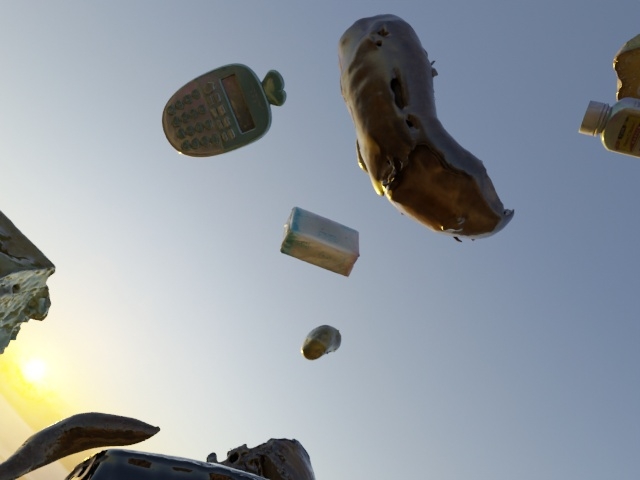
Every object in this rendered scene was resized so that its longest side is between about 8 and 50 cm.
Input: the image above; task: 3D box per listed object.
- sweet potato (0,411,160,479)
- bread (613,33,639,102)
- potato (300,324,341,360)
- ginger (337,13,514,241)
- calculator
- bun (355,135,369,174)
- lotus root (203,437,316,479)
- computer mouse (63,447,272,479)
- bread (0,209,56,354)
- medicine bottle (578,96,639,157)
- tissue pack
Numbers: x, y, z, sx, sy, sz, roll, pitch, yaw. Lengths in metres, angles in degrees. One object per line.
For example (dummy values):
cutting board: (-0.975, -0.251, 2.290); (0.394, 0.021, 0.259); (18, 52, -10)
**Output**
sweet potato: (-0.504, 0.401, 1.029); (0.108, 0.346, 0.079); (14, -73, 49)
bread: (0.712, -0.361, 1.107); (0.160, 0.088, 0.233); (-17, -43, 24)
potato: (0.000, 0.243, 1.239); (0.070, 0.091, 0.138); (56, 15, 16)
ginger: (0.090, -0.134, 0.547); (0.107, 0.133, 0.309); (-45, -121, 48)
calculator: (-0.214, -0.292, 1.164); (0.042, 0.295, 0.184); (-62, 130, -86)
bun: (0.173, -0.224, 1.225); (0.173, 0.113, 0.167); (4, -80, 10)
lotus root: (-0.058, 0.364, 0.529); (0.078, 0.167, 0.329); (-141, -141, -63)
computer mouse: (-0.054, 0.229, 0.343); (0.269, 0.100, 0.170); (27, -69, -7)
bread: (-0.481, 0.026, 0.626); (0.252, 0.196, 0.238); (41, 8, 9)
medicine bottle: (0.463, -0.175, 0.787); (0.118, 0.055, 0.074); (22, -46, 23)
tissue pack: (0.000, 0.001, 1.871); (0.271, 0.201, 0.124); (21, -57, -10)
